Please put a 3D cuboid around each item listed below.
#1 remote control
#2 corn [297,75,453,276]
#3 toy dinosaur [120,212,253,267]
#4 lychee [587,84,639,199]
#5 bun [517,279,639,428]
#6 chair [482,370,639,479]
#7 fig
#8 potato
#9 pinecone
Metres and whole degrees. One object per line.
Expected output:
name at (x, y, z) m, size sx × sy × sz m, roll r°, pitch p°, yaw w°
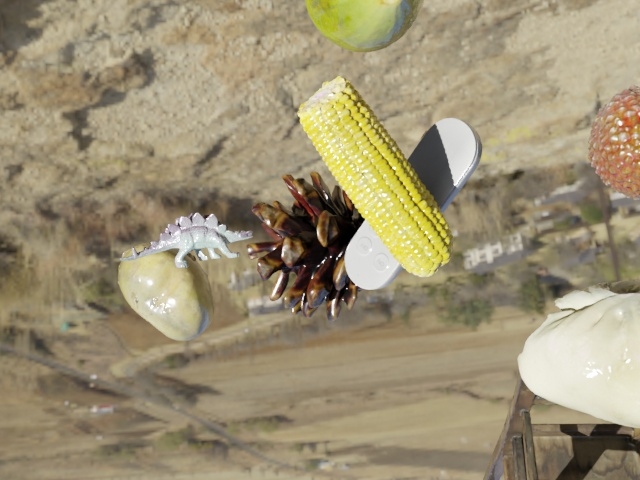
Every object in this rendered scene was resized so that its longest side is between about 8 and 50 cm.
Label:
remote control at (0.111, -0.042, 1.042) m, size 0.022 × 0.077 × 0.245 m, roll 2°, pitch 127°, yaw -55°
corn at (0.067, -0.068, 0.958) m, size 0.081 × 0.248 × 0.081 m, roll -34°, pitch -167°, yaw 9°
toy dinosaur at (-0.209, 0.001, 1.320) m, size 0.208 × 0.082 × 0.039 m, roll -13°, pitch -177°, yaw -4°
lychee at (0.455, -0.139, 1.157) m, size 0.165 × 0.165 × 0.197 m, roll -2°, pitch 150°, yaw -11°
bun at (0.295, 0.101, 0.824) m, size 0.193 × 0.128 × 0.178 m, roll 8°, pitch -170°, yaw 21°
chair at (0.380, 0.359, 1.212) m, size 0.240 × 0.203 × 0.416 m, roll 0°, pitch 144°, yaw 3°
fig at (0.071, -0.420, 1.399) m, size 0.207 × 0.207 × 0.230 m, roll -10°, pitch -179°, yaw 14°
potato at (-0.274, 0.084, 1.507) m, size 0.191 × 0.141 × 0.296 m, roll 46°, pitch 164°, yaw -12°
pinecone at (-0.003, -0.001, 1.194) m, size 0.201 × 0.229 × 0.202 m, roll 19°, pitch -178°, yaw 7°
